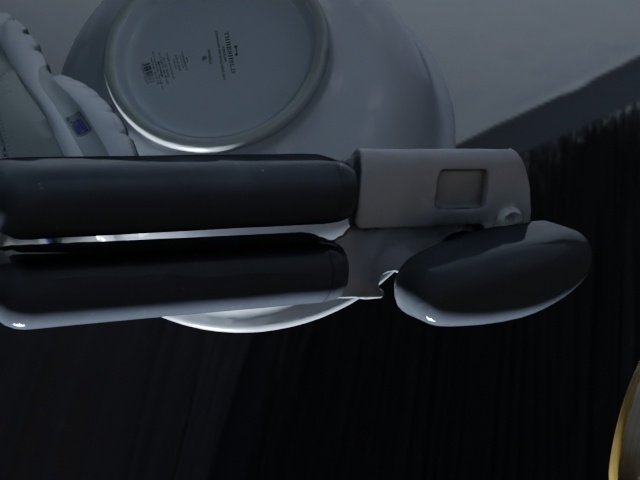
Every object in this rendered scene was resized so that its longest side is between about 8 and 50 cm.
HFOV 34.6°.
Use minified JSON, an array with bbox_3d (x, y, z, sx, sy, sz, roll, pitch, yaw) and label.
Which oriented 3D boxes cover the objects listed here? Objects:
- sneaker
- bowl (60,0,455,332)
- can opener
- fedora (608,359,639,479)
[{"bbox_3d":[-0.203,-0.060,0.595,0.281,0.115,0.105,29,140,53],"label":"sneaker"},{"bbox_3d":[-0.058,-0.097,0.694,0.298,0.297,0.134,6,159,9],"label":"bowl"},{"bbox_3d":[0.000,0.000,0.458,0.283,0.076,0.095,-4,-164,-32],"label":"can opener"},{"bbox_3d":[0.338,0.174,0.974,0.079,0.194,0.194,14,156,31],"label":"fedora"}]
